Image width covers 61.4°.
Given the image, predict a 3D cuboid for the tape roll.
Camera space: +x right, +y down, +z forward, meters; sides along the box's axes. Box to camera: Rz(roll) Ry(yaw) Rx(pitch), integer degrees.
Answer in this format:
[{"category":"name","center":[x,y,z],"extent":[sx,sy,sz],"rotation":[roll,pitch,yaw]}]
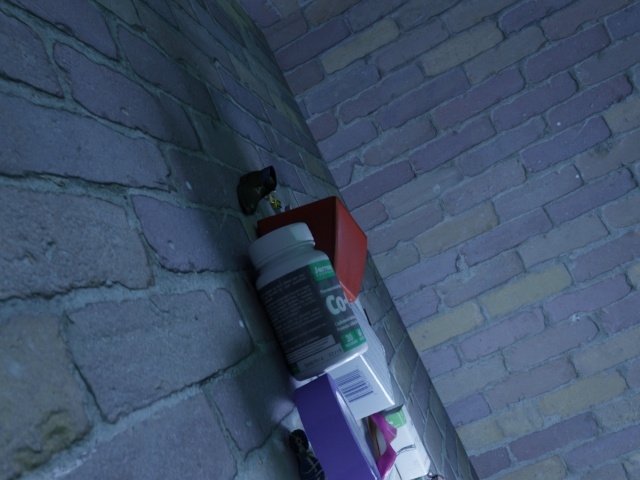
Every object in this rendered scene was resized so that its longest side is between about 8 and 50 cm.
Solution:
[{"category":"tape roll","center":[0.040,0.445,1.222],"extent":[0.275,0.090,0.275],"rotation":[62,-2,4]}]

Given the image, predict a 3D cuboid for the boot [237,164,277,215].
[{"category":"boot","center":[-0.190,-0.163,1.654],"extent":[0.082,0.106,0.219],"rotation":[55,13,-33]}]

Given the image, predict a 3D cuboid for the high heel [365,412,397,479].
[{"category":"high heel","center":[0.173,0.624,1.658],"extent":[0.117,0.082,0.244],"rotation":[35,27,0]}]

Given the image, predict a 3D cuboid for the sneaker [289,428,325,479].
[{"category":"sneaker","center":[-0.019,0.468,1.149],"extent":[0.058,0.052,0.135],"rotation":[48,19,-66]}]

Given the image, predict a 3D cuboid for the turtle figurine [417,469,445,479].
[{"category":"turtle figurine","center":[0.399,0.888,1.936],"extent":[0.234,0.118,0.175],"rotation":[20,45,-66]}]

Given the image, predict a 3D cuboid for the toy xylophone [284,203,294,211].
[{"category":"toy xylophone","center":[0.000,0.000,1.969],"extent":[0.322,0.081,0.236],"rotation":[20,33,-33]}]

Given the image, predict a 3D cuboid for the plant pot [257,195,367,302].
[{"category":"plant pot","center":[-0.014,0.066,1.613],"extent":[0.267,0.267,0.236],"rotation":[48,31,-51]}]

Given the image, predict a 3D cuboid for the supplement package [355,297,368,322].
[{"category":"supplement package","center":[0.092,0.246,1.999],"extent":[0.105,0.105,0.180],"rotation":[39,27,-63]}]

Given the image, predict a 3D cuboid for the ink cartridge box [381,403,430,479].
[{"category":"ink cartridge box","center":[0.293,0.707,1.893],"extent":[0.220,0.092,0.160],"rotation":[66,12,13]}]

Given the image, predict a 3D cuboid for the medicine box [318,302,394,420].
[{"category":"medicine box","center":[0.088,0.345,1.652],"extent":[0.264,0.149,0.289],"rotation":[58,12,-26]}]

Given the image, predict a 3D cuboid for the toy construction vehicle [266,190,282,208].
[{"category":"toy construction vehicle","center":[-0.177,-0.156,1.902],"extent":[0.098,0.035,0.086],"rotation":[18,57,-71]}]

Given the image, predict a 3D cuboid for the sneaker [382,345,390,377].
[{"category":"sneaker","center":[0.212,0.459,2.123],"extent":[0.106,0.078,0.235],"rotation":[53,19,-50]}]

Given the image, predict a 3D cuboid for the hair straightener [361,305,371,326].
[{"category":"hair straightener","center":[0.193,0.383,2.327],"extent":[0.089,0.047,0.231],"rotation":[48,24,-53]}]

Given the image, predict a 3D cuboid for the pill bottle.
[{"category":"pill bottle","center":[-0.041,0.152,1.370],"extent":[0.361,0.204,0.204],"rotation":[65,11,9]}]
